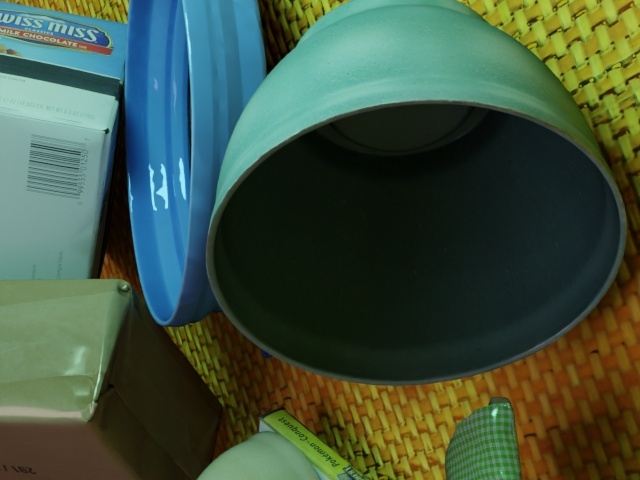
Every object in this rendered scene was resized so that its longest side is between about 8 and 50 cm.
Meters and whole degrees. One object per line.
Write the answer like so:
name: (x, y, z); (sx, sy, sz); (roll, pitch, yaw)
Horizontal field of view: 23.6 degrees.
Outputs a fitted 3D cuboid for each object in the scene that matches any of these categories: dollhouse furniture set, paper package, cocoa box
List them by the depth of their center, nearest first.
dollhouse furniture set: (0.078, 0.268, 1.173); (0.301, 0.151, 0.198); (89, 172, -64)
paper package: (-0.306, 0.184, 1.652); (0.309, 0.324, 0.168); (61, -146, -51)
cocoa box: (-0.352, -0.069, 1.750); (0.228, 0.231, 0.347); (-86, 8, -53)

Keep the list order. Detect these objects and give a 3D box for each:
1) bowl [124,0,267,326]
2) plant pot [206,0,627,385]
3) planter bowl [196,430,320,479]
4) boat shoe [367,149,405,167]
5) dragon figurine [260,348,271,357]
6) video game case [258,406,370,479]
bowl: (-0.124, -0.113, 1.478); (0.391, 0.077, 0.391); (178, 90, -75)
plant pot: (0.064, -0.058, 1.128); (0.293, 0.293, 0.196); (112, 162, -44)
planter bowl: (-0.074, 0.277, 1.471); (0.162, 0.109, 0.162); (30, 129, 47)
boat shoe: (0.064, 0.012, 1.316); (0.076, 0.080, 0.229); (31, 126, 33)
dragon figurine: (0.000, 0.000, 1.402); (0.144, 0.085, 0.289); (63, 147, 23)
video game case: (0.016, 0.338, 1.499); (0.248, 0.035, 0.275); (34, 130, 43)
